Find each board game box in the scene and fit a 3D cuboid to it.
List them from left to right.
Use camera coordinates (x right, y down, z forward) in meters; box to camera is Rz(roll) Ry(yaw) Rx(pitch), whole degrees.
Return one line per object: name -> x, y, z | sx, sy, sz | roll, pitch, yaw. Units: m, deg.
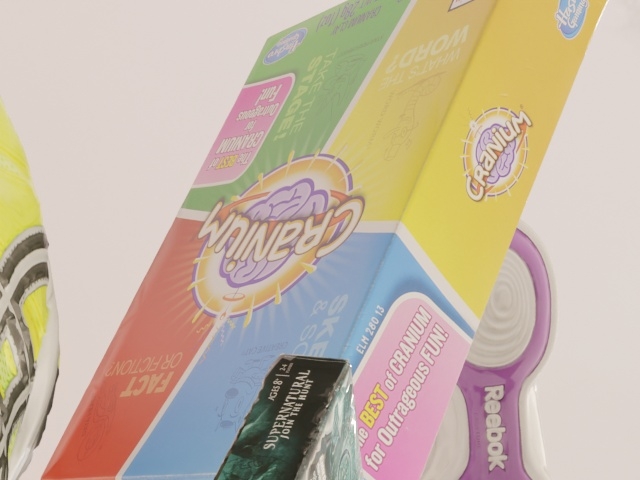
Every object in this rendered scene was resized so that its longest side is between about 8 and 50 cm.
board game box -> -0.009, 0.145, 0.422 | 0.126, 0.026, 0.186 | -62, -30, -55
board game box -> 0.000, 0.000, 0.733 | 0.064, 0.242, 0.316 | 38, -119, -25

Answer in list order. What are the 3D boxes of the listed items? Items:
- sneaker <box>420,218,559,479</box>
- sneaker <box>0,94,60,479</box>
sneaker -> 0.093, 0.121, 0.915 | 0.114, 0.152, 0.305 | 4, -79, -9
sneaker -> -0.144, 0.045, 0.415 | 0.145, 0.385, 0.147 | 2, -36, -15
